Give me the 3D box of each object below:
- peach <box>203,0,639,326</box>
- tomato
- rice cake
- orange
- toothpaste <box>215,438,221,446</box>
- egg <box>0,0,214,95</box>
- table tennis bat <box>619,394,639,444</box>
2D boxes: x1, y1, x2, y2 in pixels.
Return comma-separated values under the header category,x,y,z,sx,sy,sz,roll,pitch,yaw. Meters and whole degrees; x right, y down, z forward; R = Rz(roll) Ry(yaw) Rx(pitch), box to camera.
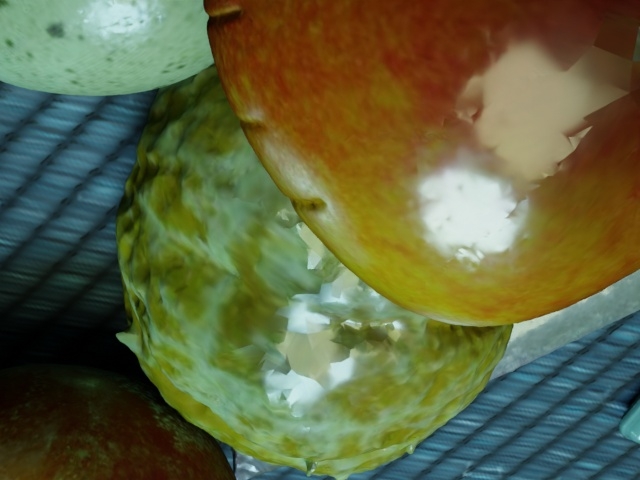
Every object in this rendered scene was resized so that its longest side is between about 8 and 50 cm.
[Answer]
category,x,y,z,sx,sy,sz,roll,pitch,yaw
peach,0.082,-0.108,0.621,0.274,0.248,0.245,51,145,-15
tomato,-0.182,0.208,0.955,0.270,0.222,0.270,1,120,1
rice cake,0.100,0.071,1.007,0.399,0.064,0.070,-25,116,8
orange,0.000,0.000,0.835,0.271,0.210,0.368,21,117,4
toothpaste,-0.112,0.211,1.089,0.056,0.036,0.205,4,128,-15
egg,-0.125,-0.164,0.729,0.228,0.177,0.177,-21,127,22
table tennis bat,0.319,0.070,1.062,0.153,0.040,0.244,20,116,-22
